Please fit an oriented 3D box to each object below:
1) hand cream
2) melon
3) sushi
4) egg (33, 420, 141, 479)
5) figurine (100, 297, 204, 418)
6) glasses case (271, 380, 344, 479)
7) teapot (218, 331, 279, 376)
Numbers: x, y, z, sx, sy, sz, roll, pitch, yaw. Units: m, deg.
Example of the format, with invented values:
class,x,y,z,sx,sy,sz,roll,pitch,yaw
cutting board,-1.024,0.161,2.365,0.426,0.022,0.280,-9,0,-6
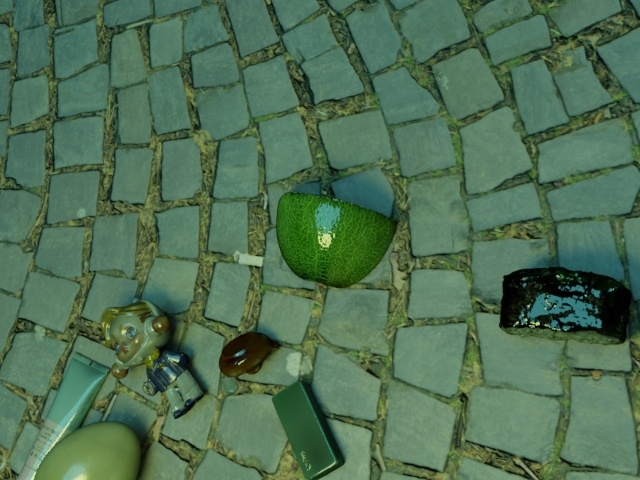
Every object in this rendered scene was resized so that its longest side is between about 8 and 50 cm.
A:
class,x,y,z,sx,sy,sz,roll,pitch,yaw
hand cream,-0.579,0.410,2.053,0.111,0.070,0.312,21,78,29
melon,0.000,0.000,1.850,0.265,0.129,0.169,11,84,26
sushi,0.428,0.113,1.620,0.225,0.124,0.127,4,78,26
egg,-0.479,0.484,1.905,0.188,0.188,0.254,38,88,28
figurine,-0.345,0.237,1.950,0.274,0.133,0.194,30,113,22
glasses case,-0.026,0.372,1.808,0.078,0.039,0.184,-33,65,13
teapot,-0.145,0.239,1.886,0.129,0.078,0.098,-31,25,0
